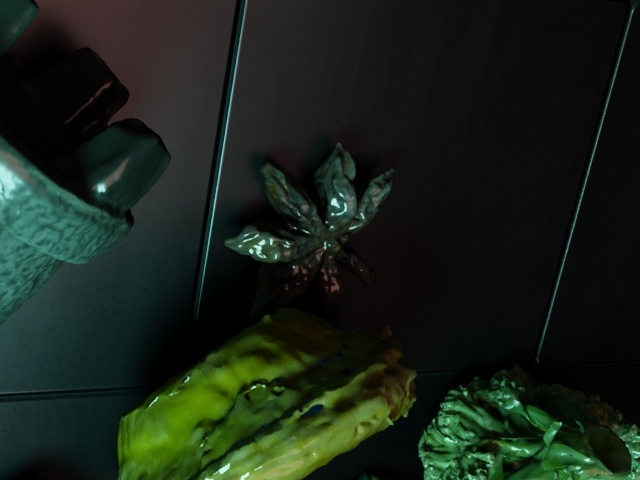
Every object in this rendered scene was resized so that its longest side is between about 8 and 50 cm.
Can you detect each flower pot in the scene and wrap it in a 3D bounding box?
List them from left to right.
[{"bbox_3d":[-0.306,-0.082,0.922,0.283,0.299,0.299,-41,124,5],"label":"flower pot"}]

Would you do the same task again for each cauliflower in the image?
[{"bbox_3d":[0.275,0.273,1.369,0.272,0.250,0.275,43,61,-8],"label":"cauliflower"}]

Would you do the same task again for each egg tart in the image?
[{"bbox_3d":[-0.077,0.188,1.152,0.388,0.388,0.169,-30,85,-12],"label":"egg tart"}]

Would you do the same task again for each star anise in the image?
[{"bbox_3d":[-0.013,-0.005,1.210,0.197,0.073,0.212,0,112,-27],"label":"star anise"}]

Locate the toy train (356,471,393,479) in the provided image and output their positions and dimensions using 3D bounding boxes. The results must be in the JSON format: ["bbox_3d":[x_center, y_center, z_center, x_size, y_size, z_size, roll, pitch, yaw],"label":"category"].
[{"bbox_3d":[0.044,0.373,1.417,0.170,0.071,0.111,-46,117,-2],"label":"toy train"}]
